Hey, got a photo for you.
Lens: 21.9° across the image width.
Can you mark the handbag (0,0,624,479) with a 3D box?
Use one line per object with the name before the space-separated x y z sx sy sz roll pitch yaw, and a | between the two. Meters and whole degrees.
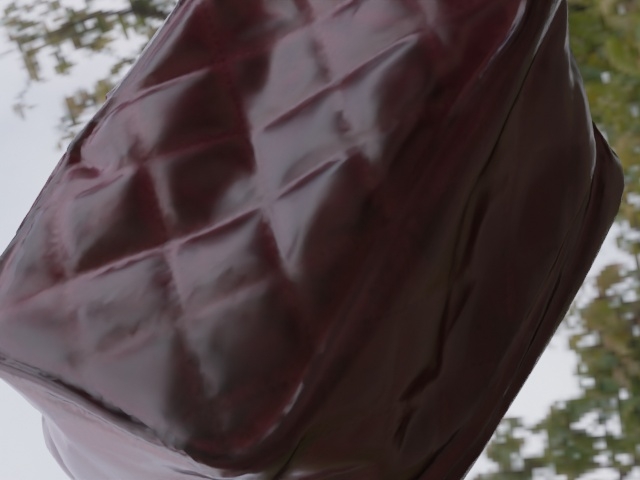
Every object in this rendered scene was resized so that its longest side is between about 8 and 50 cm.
handbag | 0.000 0.000 0.553 0.225 0.146 0.135 -59 -32 -19
